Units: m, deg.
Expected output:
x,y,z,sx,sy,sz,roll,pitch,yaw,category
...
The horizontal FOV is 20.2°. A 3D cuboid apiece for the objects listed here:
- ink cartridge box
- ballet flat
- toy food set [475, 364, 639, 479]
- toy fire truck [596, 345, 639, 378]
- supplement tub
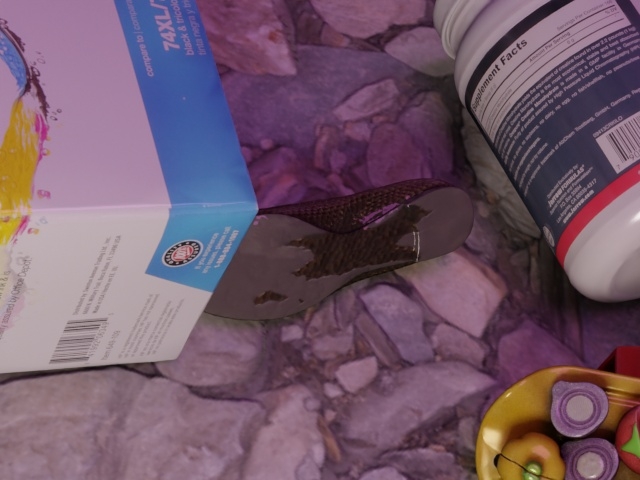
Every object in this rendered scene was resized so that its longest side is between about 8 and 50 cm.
x,y,z,sx,sy,sz,roll,pitch,yaw,category
-0.215,-0.041,1.171,0.270,0.198,0.197,-3,59,-25,ink cartridge box
0.000,0.000,1.328,0.250,0.084,0.058,-16,21,-28,ballet flat
0.217,0.160,1.238,0.218,0.071,0.128,9,91,3,toy food set
0.281,0.174,1.325,0.135,0.047,0.192,5,56,-19,toy fire truck
0.223,-0.107,1.408,0.191,0.191,0.272,-14,63,-30,supplement tub
